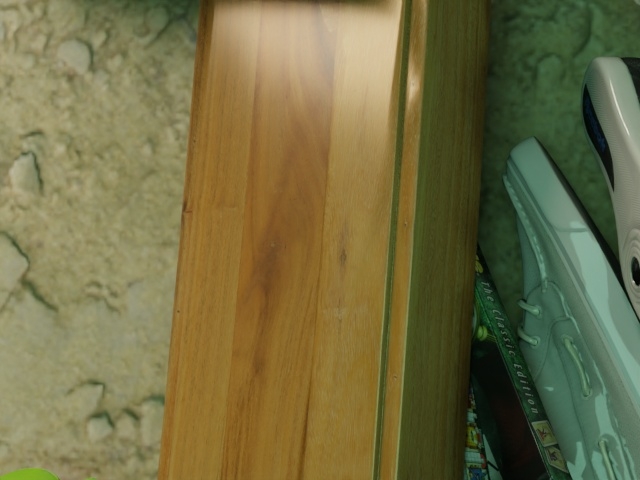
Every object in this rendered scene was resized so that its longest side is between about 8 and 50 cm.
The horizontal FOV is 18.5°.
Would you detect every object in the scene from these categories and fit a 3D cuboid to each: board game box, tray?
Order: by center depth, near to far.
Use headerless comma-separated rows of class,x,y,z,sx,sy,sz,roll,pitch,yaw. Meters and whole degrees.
board game box,0.061,0.071,1.270,0.136,0.030,0.259,-37,57,30
tray,0.000,0.000,1.274,0.203,0.076,0.411,-6,74,40

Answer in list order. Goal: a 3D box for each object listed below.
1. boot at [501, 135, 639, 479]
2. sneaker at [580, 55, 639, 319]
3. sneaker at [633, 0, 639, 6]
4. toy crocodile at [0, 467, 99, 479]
boot,0.147,0.068,1.261,0.123,0.095,0.258,-28,72,12
sneaker,0.245,-0.031,1.221,0.121,0.079,0.217,-3,56,-11
sneaker,0.297,-0.251,1.275,0.110,0.107,0.275,34,88,-11
toy crocodile,-0.248,0.219,1.362,0.340,0.105,0.115,-12,120,14
